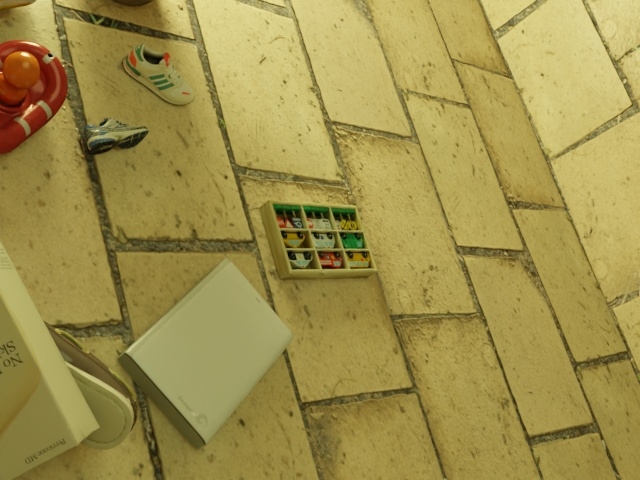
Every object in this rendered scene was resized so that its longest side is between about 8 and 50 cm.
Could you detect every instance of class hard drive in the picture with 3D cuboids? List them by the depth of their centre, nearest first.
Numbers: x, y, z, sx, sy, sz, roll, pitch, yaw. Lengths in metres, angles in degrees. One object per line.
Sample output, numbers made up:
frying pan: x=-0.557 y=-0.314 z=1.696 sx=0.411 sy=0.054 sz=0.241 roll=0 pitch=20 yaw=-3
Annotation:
hard drive: x=-0.190 y=0.188 z=1.460 sx=0.203 sy=0.040 sz=0.307 roll=50 pitch=40 yaw=-7

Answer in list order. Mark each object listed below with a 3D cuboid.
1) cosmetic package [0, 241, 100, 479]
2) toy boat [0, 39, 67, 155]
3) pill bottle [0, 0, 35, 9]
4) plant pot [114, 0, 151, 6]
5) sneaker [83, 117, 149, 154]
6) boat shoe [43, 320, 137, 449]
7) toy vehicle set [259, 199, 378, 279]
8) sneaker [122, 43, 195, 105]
cosmetic package: x=-0.445 y=0.160 z=1.101 sx=0.309 sy=0.160 sz=0.113 roll=61 pitch=-1 yaw=2
toy boat: x=-0.505 y=-0.254 z=1.358 sx=0.151 sy=0.151 sz=0.231 roll=45 pitch=41 yaw=-13
pill bottle: x=-0.575 y=-0.465 z=1.456 sx=0.117 sy=0.117 sz=0.215 roll=57 pitch=40 yaw=1
plant pot: x=-0.348 y=-0.634 z=1.667 sx=0.323 sy=0.280 sz=0.323 roll=24 pitch=50 yaw=-32
sneaker: x=-0.376 y=-0.203 z=1.530 sx=0.135 sy=0.052 sz=0.058 roll=-19 pitch=75 yaw=-49
boat shoe: x=-0.405 y=0.179 z=1.210 sx=0.324 sy=0.116 sz=0.097 roll=37 pitch=1 yaw=-3
toy vehicle set: x=0.000 y=0.000 z=1.775 sx=0.267 sy=0.035 sz=0.166 roll=1 pitch=64 yaw=-44
sneaker: x=-0.311 y=-0.334 z=1.660 sx=0.161 sy=0.075 sz=0.057 roll=32 pitch=46 yaw=-26
